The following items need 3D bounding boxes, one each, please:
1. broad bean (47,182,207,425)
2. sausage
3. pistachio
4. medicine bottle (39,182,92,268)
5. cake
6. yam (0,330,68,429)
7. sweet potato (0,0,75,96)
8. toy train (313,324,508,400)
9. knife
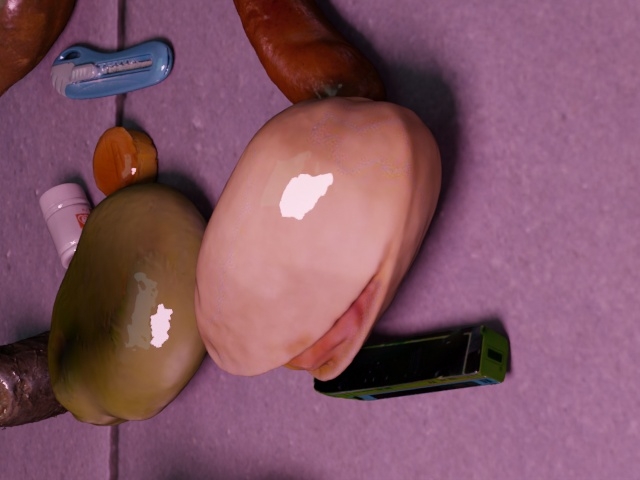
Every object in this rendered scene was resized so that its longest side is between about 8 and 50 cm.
[{"bbox_3d":[-0.203,0.077,1.500,0.238,0.119,0.291,53,124,43],"label":"broad bean"},{"bbox_3d":[-0.032,-0.225,1.340,0.103,0.076,0.302,-42,62,39],"label":"sausage"},{"bbox_3d":[0.000,0.000,1.236,0.187,0.187,0.299,47,128,34],"label":"pistachio"},{"bbox_3d":[-0.287,-0.016,1.627,0.057,0.057,0.089,-45,61,37],"label":"medicine bottle"},{"bbox_3d":[-0.220,-0.085,1.566,0.084,0.044,0.084,0,89,45],"label":"cake"},{"bbox_3d":[-0.347,0.164,1.625,0.107,0.183,0.107,3,97,30],"label":"yam"},{"bbox_3d":[-0.345,-0.333,1.624,0.158,0.158,0.370,38,124,39],"label":"sweet potato"},{"bbox_3d":[0.078,0.116,1.260,0.209,0.042,0.044,-15,58,47],"label":"toy train"},{"bbox_3d":[-0.243,-0.196,1.594,0.222,0.031,0.064,0,88,46],"label":"knife"}]
